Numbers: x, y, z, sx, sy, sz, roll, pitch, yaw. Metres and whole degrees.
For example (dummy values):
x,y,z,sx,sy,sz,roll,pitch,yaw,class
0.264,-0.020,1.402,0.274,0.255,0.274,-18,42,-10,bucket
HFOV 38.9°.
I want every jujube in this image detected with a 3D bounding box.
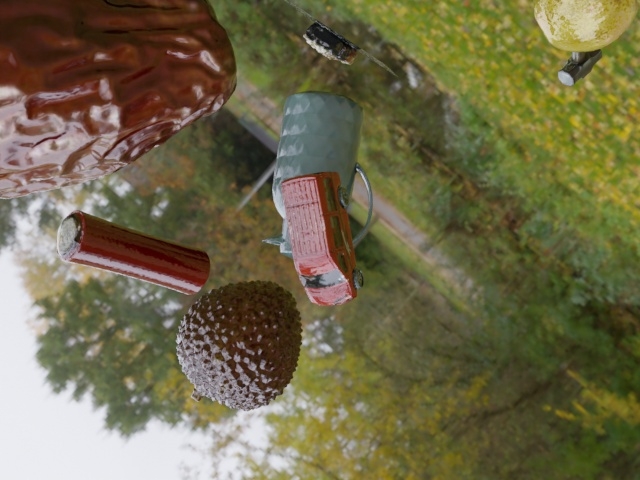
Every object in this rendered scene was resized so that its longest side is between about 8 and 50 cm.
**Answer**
x,y,z,sx,sy,sz,roll,pitch,yaw,class
-0.173,-0.109,0.576,0.168,0.236,0.168,171,90,-86,jujube

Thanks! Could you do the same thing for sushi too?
x,y,z,sx,sy,sz,roll,pitch,yaw,class
0.027,-0.385,1.807,0.264,0.050,0.290,35,-170,7,sushi

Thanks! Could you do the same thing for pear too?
x,y,z,sx,sy,sz,roll,pitch,yaw,class
0.451,-0.406,1.530,0.178,0.178,0.178,41,-179,-1,pear

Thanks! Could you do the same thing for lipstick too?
x,y,z,sx,sy,sz,roll,pitch,yaw,class
-0.280,0.021,1.376,0.241,0.080,0.080,21,-166,-41,lipstick

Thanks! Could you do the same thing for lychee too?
x,y,z,sx,sy,sz,roll,pitch,yaw,class
-0.172,0.216,1.910,0.276,0.304,0.276,42,180,0,lychee

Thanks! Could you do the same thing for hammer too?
x,y,z,sx,sy,sz,roll,pitch,yaw,class
0.550,-0.499,1.931,0.043,0.111,0.365,34,156,37,hammer

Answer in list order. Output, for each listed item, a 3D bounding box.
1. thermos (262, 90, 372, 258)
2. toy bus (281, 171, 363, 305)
x,y,z,sx,sy,sz,roll,pitch,yaw,class
0.004,-0.105,1.585,0.182,0.286,0.145,7,172,-2,thermos
0.000,0.000,1.308,0.089,0.081,0.195,-10,-89,-69,toy bus
